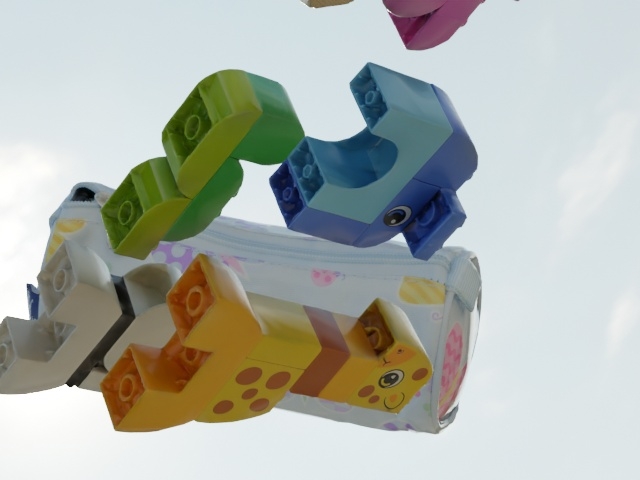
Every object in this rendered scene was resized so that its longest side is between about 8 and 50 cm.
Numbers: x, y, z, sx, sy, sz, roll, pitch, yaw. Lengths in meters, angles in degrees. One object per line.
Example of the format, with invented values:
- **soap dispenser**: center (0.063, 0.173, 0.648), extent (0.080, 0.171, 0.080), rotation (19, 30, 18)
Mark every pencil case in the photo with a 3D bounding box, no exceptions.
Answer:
- **pencil case**: center (-0.037, 0.038, 1.132), extent (0.113, 0.273, 0.124), rotation (-49, -33, -62)

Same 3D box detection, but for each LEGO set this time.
- **LEGO set**: center (0.000, 0.000, 0.553), extent (0.093, 0.087, 0.227), rotation (15, -52, -38)

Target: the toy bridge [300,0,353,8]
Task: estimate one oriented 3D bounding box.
- **toy bridge**: center (-0.026, -0.171, 0.964), extent (0.026, 0.188, 0.063), rotation (-10, -68, -19)
